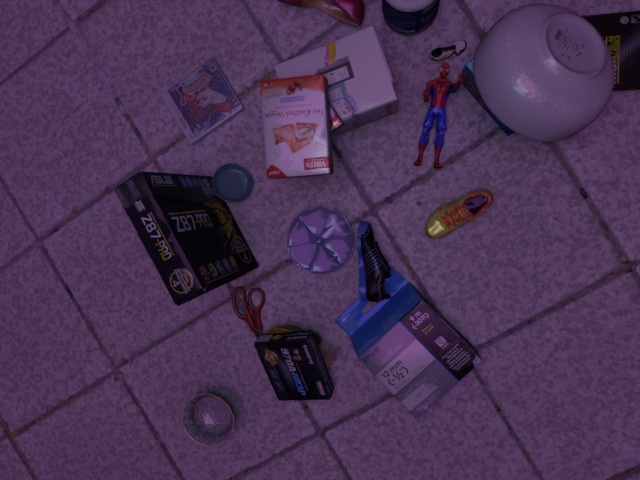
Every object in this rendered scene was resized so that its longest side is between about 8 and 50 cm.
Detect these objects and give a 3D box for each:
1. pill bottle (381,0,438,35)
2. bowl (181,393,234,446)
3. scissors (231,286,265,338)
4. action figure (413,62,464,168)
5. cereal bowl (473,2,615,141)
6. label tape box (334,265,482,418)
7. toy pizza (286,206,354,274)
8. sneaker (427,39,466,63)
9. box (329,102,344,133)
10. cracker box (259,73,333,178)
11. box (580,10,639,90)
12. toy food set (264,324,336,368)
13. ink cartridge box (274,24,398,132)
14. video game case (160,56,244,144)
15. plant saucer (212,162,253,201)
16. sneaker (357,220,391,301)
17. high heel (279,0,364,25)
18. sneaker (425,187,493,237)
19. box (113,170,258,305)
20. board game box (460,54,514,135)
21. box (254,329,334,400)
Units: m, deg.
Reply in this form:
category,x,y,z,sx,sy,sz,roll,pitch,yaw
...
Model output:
category,x,y,z,sx,sy,sz,roll,pitch,yaw
pill bottle,0.227,-0.631,1.174,0.153,0.265,0.153,1,95,10
bowl,-0.339,0.546,1.470,0.170,0.080,0.170,1,95,9
scissors,-0.203,0.284,1.457,0.109,0.021,0.296,-11,94,8
action figure,0.313,-0.342,1.254,0.092,0.139,0.280,9,94,8
cereal bowl,0.540,-0.409,1.086,0.339,0.141,0.338,3,76,-13
label tape box,0.237,0.284,1.330,0.347,0.115,0.249,45,100,2
toy pizza,0.000,0.000,1.388,0.202,0.032,0.201,1,95,9
sneaker,0.346,-0.515,1.276,0.109,0.044,0.040,-22,89,9
box,-0.022,-0.288,1.168,0.137,0.027,0.094,-35,91,12
cracker box,-0.055,-0.268,1.127,0.156,0.067,0.232,-3,97,10
box,0.749,-0.483,1.206,0.184,0.045,0.190,0,94,9
toy food set,-0.060,0.313,1.412,0.218,0.071,0.128,21,122,7
ink cartridge box,0.053,-0.403,1.259,0.270,0.198,0.197,-18,92,11
video game case,-0.359,-0.420,1.419,0.201,0.023,0.183,-31,89,11
plant saucer,-0.263,-0.171,1.408,0.120,0.021,0.119,1,83,-11
sneaker,0.153,0.058,1.332,0.091,0.081,0.232,-3,85,11
high heel,-0.001,-0.651,1.308,0.244,0.082,0.117,-1,85,-3
sneaker,0.378,-0.077,1.282,0.209,0.094,0.081,-36,90,12
box,-0.333,-0.020,1.262,0.097,0.395,0.318,-30,88,13
board game box,0.449,-0.372,1.211,0.047,0.160,0.210,-40,87,12
box,-0.075,0.369,1.373,0.175,0.051,0.220,-9,114,22
